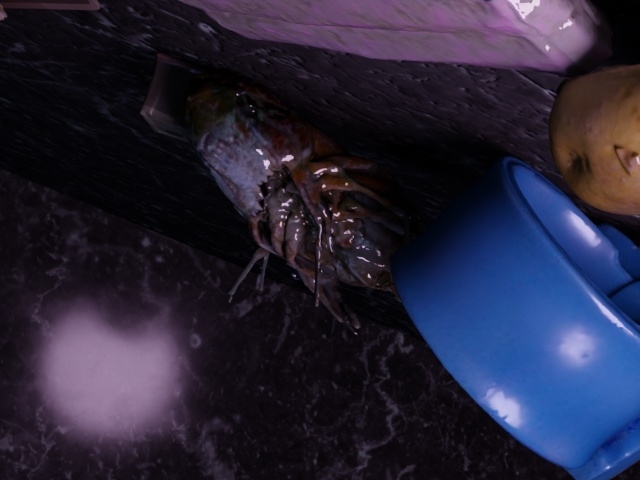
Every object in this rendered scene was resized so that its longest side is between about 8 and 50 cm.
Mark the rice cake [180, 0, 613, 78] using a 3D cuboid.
[{"bbox_3d":[0.028,-0.147,0.797,0.298,0.050,0.106,13,170,42],"label":"rice cake"}]

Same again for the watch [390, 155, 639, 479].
[{"bbox_3d":[0.186,0.034,1.130,0.274,0.241,0.305,25,-155,-46],"label":"watch"}]

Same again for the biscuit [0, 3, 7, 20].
[{"bbox_3d":[-0.380,-0.238,1.203,0.108,0.061,0.239,21,172,18],"label":"biscuit"}]

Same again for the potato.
[{"bbox_3d":[0.224,-0.042,0.730,0.200,0.081,0.164,5,173,23],"label":"potato"}]

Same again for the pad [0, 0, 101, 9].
[{"bbox_3d":[-0.325,-0.250,1.208,0.176,0.002,0.266,27,170,-40],"label":"pad"}]

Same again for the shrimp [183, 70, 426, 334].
[{"bbox_3d":[-0.001,-0.002,1.241,0.372,0.172,0.137,49,-159,-5],"label":"shrimp"}]

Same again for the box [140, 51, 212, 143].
[{"bbox_3d":[-0.136,-0.134,1.286,0.060,0.063,0.084,22,172,7],"label":"box"}]
